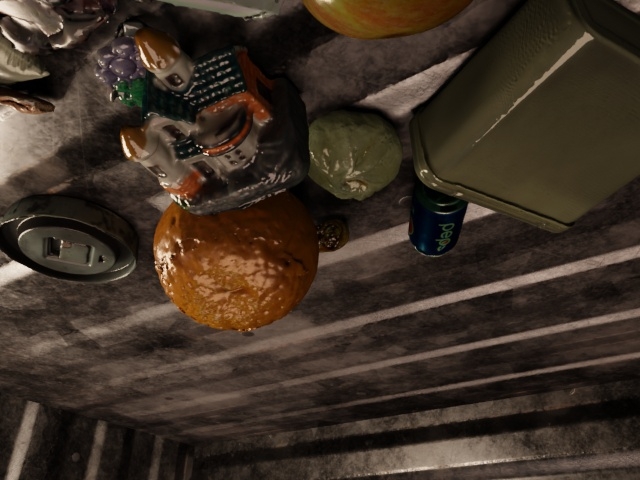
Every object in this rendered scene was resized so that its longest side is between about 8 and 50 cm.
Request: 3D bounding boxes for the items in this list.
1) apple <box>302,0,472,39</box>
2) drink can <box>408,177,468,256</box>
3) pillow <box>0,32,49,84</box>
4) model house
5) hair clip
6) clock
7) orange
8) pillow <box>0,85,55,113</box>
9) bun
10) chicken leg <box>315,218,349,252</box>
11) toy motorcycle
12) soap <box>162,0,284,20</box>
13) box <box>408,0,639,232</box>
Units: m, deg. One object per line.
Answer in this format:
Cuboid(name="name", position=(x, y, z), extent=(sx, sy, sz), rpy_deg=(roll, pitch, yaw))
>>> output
Cuboid(name="apple", position=(0.086, -0.354, 0.604), extent=(0.264, 0.265, 0.264), rpy_deg=(1, 148, 0))
Cuboid(name="drink can", position=(0.252, -0.054, 1.194), extent=(0.118, 0.118, 0.205), rpy_deg=(-2, 147, 4))
Cuboid(name="pillow", position=(-0.552, -0.317, 0.831), extent=(0.144, 0.078, 0.254), rpy_deg=(-2, 154, 43))
Cuboid(name="model house", position=(-0.195, -0.197, 0.877), extent=(0.271, 0.190, 0.301), rpy_deg=(-13, 153, 19))
Cuboid(name="hair clip", position=(-0.307, -0.287, 0.910), extent=(0.124, 0.052, 0.195), rpy_deg=(-3, 154, -15))
Cuboid(name="clock", position=(-0.610, 0.007, 1.353), extent=(0.324, 0.067, 0.325), rpy_deg=(1, 148, 0))
Cuboid(name="orange", position=(-0.167, 0.013, 1.152), extent=(0.340, 0.293, 0.341), rpy_deg=(1, 130, 1))
Cuboid(name="pillow", position=(-0.573, -0.253, 0.920), extent=(0.232, 0.043, 0.126), rpy_deg=(14, -171, -19))
Cuboid(name="bun", position=(0.057, -0.153, 1.044), extent=(0.195, 0.118, 0.195), rpy_deg=(3, 147, 2))
Cuboid(name="chicken leg", position=(0.000, 0.000, 1.342), extent=(0.093, 0.070, 0.178), rpy_deg=(23, 151, -22))
Cuboid(name="toy motorcycle", position=(-0.307, -0.370, 0.697), extent=(0.400, 0.134, 0.207), rpy_deg=(-13, 151, 23))
Cuboid(name="soap", position=(-0.218, -0.390, 0.516), extent=(0.446, 0.262, 0.156), rpy_deg=(23, -179, -30))
Cuboid(name="box", position=(0.389, -0.199, 0.913), extent=(0.351, 0.178, 0.344), rpy_deg=(17, 143, -23))
